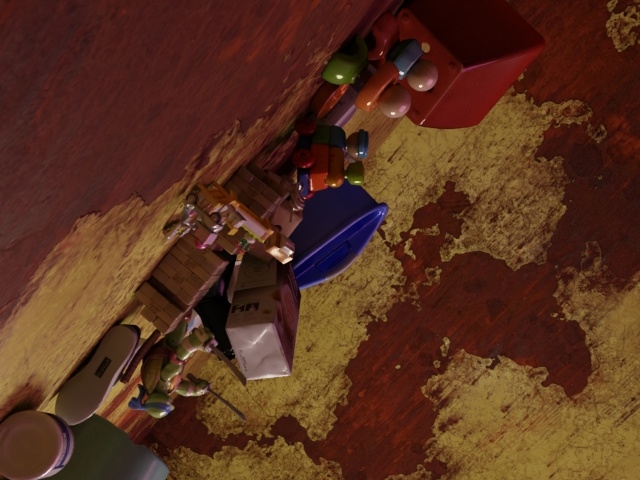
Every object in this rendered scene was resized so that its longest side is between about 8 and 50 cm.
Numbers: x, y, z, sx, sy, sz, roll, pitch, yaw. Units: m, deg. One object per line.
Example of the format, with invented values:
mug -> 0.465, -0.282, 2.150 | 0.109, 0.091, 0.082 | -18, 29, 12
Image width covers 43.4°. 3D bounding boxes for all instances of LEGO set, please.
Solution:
LEGO set -> -0.162, -0.012, 1.327 | 0.107, 0.132, 0.287 | -45, 155, 10

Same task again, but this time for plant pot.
plant pot -> 0.256, -0.389, 1.705 | 0.235, 0.267, 0.267 | -31, 165, -43
plant pot -> -0.525, 0.576, 1.754 | 0.334, 0.341, 0.341 | -57, 180, -25

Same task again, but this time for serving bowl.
serving bowl -> -0.414, 0.241, 1.752 | 0.083, 0.027, 0.083 | -50, 177, -3

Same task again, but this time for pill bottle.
pill bottle -> -0.477, 0.345, 1.356 | 0.112, 0.112, 0.187 | -48, 177, -16

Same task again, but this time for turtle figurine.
turtle figurine -> -0.238, 0.218, 1.580 | 0.274, 0.267, 0.198 | -12, 149, 14

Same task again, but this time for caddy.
caddy -> 0.000, 0.000, 1.838 | 0.341, 0.179, 0.241 | -37, 166, -7

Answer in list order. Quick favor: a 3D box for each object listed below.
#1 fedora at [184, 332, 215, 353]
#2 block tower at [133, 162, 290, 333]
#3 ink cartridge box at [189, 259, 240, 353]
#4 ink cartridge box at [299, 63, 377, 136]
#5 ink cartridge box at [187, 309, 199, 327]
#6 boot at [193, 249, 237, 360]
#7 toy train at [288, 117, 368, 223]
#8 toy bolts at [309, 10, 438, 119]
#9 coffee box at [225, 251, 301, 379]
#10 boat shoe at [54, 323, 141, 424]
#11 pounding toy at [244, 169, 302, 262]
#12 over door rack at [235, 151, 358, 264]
fedora -> -0.289, 0.243, 2.370 | 0.334, 0.152, 0.334 | -49, 177, -4
block tower -> -0.199, 0.011, 1.455 | 0.335, 0.091, 0.097 | -50, 177, 1
ink cartridge box -> -0.267, 0.181, 2.116 | 0.225, 0.056, 0.181 | -53, -152, 20
ink cartridge box -> 0.025, -0.264, 1.726 | 0.189, 0.066, 0.232 | -49, -175, -19
ink cartridge box -> -0.311, 0.167, 1.980 | 0.104, 0.061, 0.181 | -50, 177, 3
boot -> -0.196, 0.129, 1.710 | 0.094, 0.207, 0.246 | -21, 160, -40
toy train -> 0.019, -0.120, 1.509 | 0.105, 0.143, 0.248 | 89, 3, -50
toy bolts -> 0.112, -0.293, 1.520 | 0.228, 0.158, 0.218 | -47, 176, -33
coffee box -> -0.109, 0.141, 1.615 | 0.247, 0.098, 0.141 | -84, 163, -54
boat shoe -> -0.408, 0.250, 1.503 | 0.219, 0.077, 0.070 | -51, 176, 2
pounding toy -> -0.084, -0.045, 1.596 | 0.181, 0.094, 0.206 | -51, -156, 24
over door rack -> -0.077, -0.094, 1.945 | 0.324, 0.108, 0.239 | -27, 162, -42
